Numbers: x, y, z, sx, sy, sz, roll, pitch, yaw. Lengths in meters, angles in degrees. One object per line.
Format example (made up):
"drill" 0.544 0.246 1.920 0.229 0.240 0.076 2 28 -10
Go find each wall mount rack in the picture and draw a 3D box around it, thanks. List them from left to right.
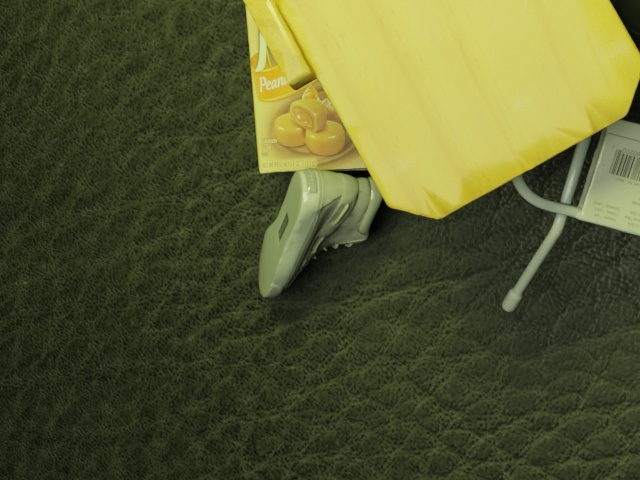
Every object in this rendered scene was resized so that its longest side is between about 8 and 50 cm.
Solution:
"wall mount rack" 0.359 -0.021 1.234 0.350 0.130 0.304 15 103 -3

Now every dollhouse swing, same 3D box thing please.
"dollhouse swing" 0.149 -0.241 1.217 0.347 0.315 0.305 -30 103 14

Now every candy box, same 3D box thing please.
"candy box" 0.003 -0.249 1.441 0.183 0.087 0.316 -1 98 26

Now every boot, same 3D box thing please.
"boot" 0.000 0.000 1.480 0.258 0.123 0.095 120 149 -53

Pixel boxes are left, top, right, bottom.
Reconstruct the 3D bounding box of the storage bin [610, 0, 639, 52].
"storage bin" 0.366 -0.289 1.248 0.122 0.084 0.180 38 114 17
